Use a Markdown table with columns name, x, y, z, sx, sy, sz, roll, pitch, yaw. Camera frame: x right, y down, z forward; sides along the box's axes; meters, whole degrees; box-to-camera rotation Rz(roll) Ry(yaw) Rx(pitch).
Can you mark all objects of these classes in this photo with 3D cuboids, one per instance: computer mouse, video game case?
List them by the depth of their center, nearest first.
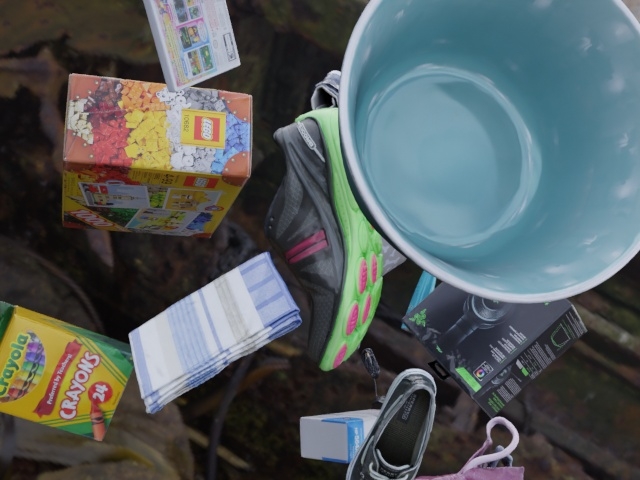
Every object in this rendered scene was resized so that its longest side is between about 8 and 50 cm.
| name | x | y | z | sx | sy | sz | roll | pitch | yaw |
| --- | --- | --- | --- | --- | --- | --- | --- | --- | --- |
| video game case | -0.183 | -0.306 | 1.232 | 0.019 | 0.157 | 0.143 | 5 | 28 | 38 |
| computer mouse | 0.158 | 0.402 | 2.294 | 0.041 | 0.242 | 0.071 | -9 | -7 | -31 |

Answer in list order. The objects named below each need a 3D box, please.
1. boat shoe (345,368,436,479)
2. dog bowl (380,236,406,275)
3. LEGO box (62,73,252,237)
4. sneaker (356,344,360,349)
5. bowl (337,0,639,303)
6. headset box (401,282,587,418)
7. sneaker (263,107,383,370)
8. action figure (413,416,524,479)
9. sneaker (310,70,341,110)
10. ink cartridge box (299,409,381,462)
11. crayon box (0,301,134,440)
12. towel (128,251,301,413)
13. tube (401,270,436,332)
| name | x | y | z | sx | sy | sz | roll | pitch | yaw |
| --- | --- | --- | --- | --- | --- | --- | --- | --- | --- |
| boat shoe | 0.123 | 0.398 | 1.595 | 0.121 | 0.335 | 0.119 | 17 | 4 | 3 |
| dog bowl | 0.058 | -0.033 | 2.218 | 0.348 | 0.102 | 0.349 | 38 | -21 | 17 |
| LEGO box | -0.385 | -0.168 | 1.955 | 0.372 | 0.193 | 0.500 | 4 | -15 | -15 |
| sneaker | 0.083 | 0.212 | 2.057 | 0.158 | 0.061 | 0.065 | 78 | 1 | -59 |
| bowl | 0.144 | -0.092 | 0.793 | 0.311 | 0.312 | 0.163 | 31 | -15 | -9 |
| headset box | 0.340 | 0.178 | 1.755 | 0.246 | 0.283 | 0.131 | 49 | 2 | 42 |
| sneaker | 0.000 | 0.000 | 1.626 | 0.202 | 0.483 | 0.185 | -2 | 1 | 24 |
| action figure | 0.322 | 0.613 | 2.089 | 0.370 | 0.276 | 0.248 | -4 | 16 | -14 |
| sneaker | 0.060 | -0.321 | 2.251 | 0.226 | 0.086 | 0.163 | 55 | 26 | -10 |
| ink cartridge box | 0.081 | 0.401 | 1.792 | 0.203 | 0.086 | 0.148 | 4 | -9 | -40 |
| crayon box | -0.565 | 0.269 | 1.791 | 0.318 | 0.202 | 0.081 | 22 | 2 | -21 |
| towel | -0.177 | 0.143 | 1.406 | 0.034 | 0.285 | 0.209 | 60 | -2 | -35 |
| tube | 0.234 | 0.107 | 1.940 | 0.052 | 0.207 | 0.080 | 18 | -9 | 0 |
